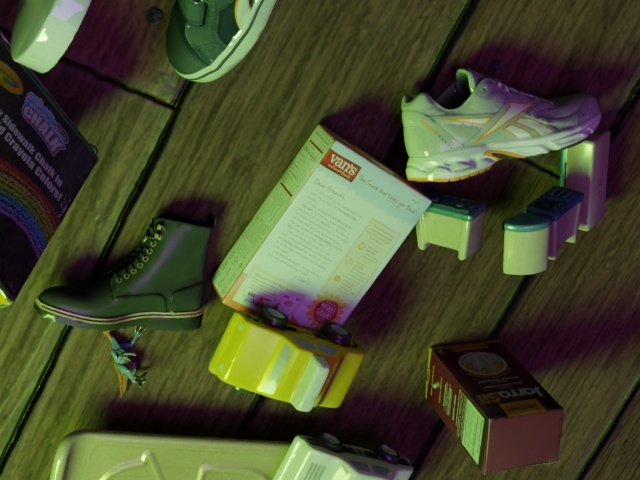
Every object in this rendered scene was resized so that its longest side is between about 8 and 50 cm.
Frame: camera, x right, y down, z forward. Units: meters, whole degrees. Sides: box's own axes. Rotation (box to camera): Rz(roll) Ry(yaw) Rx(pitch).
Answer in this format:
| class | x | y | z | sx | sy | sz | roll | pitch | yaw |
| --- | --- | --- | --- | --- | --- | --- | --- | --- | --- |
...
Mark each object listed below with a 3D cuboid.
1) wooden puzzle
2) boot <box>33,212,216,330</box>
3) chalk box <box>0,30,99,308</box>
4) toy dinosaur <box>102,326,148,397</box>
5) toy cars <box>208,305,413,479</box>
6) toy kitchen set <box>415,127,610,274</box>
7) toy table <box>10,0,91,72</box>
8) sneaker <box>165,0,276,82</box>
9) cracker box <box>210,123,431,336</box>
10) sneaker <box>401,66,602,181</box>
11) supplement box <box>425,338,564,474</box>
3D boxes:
| class | x | y | z | sx | sy | sz | roll | pitch | yaw |
| --- | --- | --- | --- | --- | --- | --- | --- | --- | --- |
| wooden puzzle | -0.197 | 0.376 | 1.479 | 0.348 | 0.080 | 0.322 | 6 | 111 | -27 |
| boot | -0.218 | 0.027 | 1.318 | 0.198 | 0.077 | 0.137 | 2 | 109 | -35 |
| chalk box | -0.355 | -0.071 | 1.128 | 0.179 | 0.289 | 0.180 | -18 | 122 | 27 |
| toy dinosaur | -0.238 | 0.139 | 1.374 | 0.090 | 0.047 | 0.082 | -42 | 102 | 14 |
| toy cars | 0.008 | 0.230 | 1.401 | 0.176 | 0.087 | 0.393 | -30 | 124 | -11 |
| toy kitchen set | 0.237 | -0.064 | 1.439 | 0.207 | 0.166 | 0.122 | -32 | 129 | -47 |
| toy table | -0.283 | -0.283 | 1.035 | 0.161 | 0.274 | 0.252 | 25 | 113 | -24 |
| sneaker | -0.093 | -0.289 | 1.131 | 0.127 | 0.126 | 0.321 | 7 | 138 | -39 |
| cracker box | 0.000 | 0.000 | 1.378 | 0.156 | 0.067 | 0.232 | 31 | 101 | -30 |
| sneaker | 0.214 | -0.153 | 1.373 | 0.262 | 0.099 | 0.121 | -17 | 101 | -20 |
| supplement box | 0.216 | 0.206 | 1.479 | 0.104 | 0.188 | 0.081 | -5 | 114 | -17 |
